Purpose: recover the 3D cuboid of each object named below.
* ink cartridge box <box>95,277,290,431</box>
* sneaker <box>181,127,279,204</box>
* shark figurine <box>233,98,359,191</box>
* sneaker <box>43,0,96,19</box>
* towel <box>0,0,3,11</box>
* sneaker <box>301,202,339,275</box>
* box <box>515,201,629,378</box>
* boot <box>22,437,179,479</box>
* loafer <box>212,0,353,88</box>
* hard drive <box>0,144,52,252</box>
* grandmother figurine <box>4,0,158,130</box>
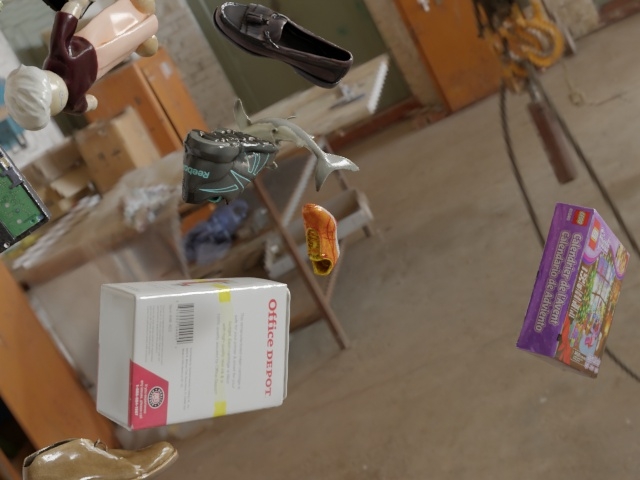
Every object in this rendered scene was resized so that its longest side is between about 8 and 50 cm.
[{"bbox_3d":[-0.267,0.229,2.148,0.384,0.279,0.160,-1,7,-39],"label":"ink cartridge box"},{"bbox_3d":[-0.149,-0.117,1.567,0.101,0.106,0.267,19,12,18],"label":"sneaker"},{"bbox_3d":[-0.063,-0.206,1.965,0.278,0.166,0.116,12,32,35],"label":"shark figurine"},{"bbox_3d":[-0.412,-0.532,1.889,0.258,0.169,0.447,-62,-17,7],"label":"sneaker"},{"bbox_3d":[-0.599,-0.427,1.681,0.110,0.148,0.027,-12,-35,-26],"label":"towel"},{"bbox_3d":[0.000,0.000,1.929,0.064,0.175,0.067,5,48,24],"label":"sneaker"},{"bbox_3d":[0.362,0.080,1.414,0.057,0.201,0.293,13,-6,28],"label":"box"},{"bbox_3d":[-0.377,0.386,1.755,0.112,0.115,0.305,-22,-7,42],"label":"boot"},{"bbox_3d":[-0.070,-0.418,2.063,0.095,0.302,0.109,-36,34,56],"label":"loafer"},{"bbox_3d":[-0.715,-0.044,1.899,0.339,0.237,0.064,-35,14,-1],"label":"hard drive"},{"bbox_3d":[-0.367,-0.280,1.552,0.104,0.208,0.342,8,39,21],"label":"grandmother figurine"}]
